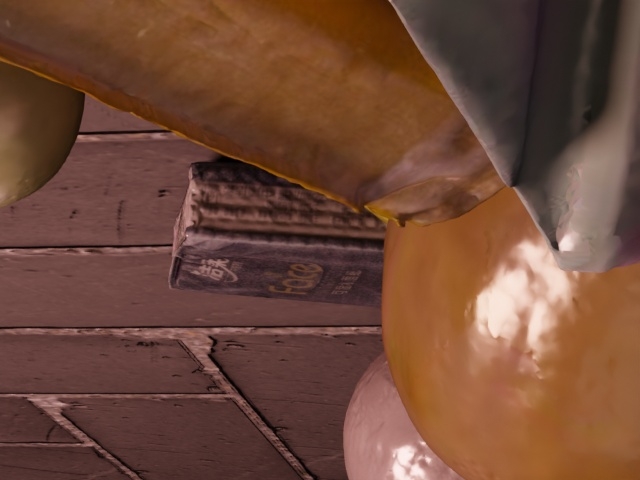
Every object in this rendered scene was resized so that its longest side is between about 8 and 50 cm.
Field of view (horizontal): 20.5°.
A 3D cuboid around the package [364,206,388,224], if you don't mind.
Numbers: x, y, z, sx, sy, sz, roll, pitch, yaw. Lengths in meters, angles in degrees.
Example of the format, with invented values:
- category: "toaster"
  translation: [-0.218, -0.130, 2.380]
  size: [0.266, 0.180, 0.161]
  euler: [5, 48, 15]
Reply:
- category: "package"
  translation: [0.113, -0.036, 0.768]
  size: [0.226, 0.090, 0.168]
  euler: [-16, 154, 33]

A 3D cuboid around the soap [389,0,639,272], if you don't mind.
- category: "soap"
  translation: [0.079, -0.140, 0.309]
  size: [0.193, 0.109, 0.324]
  euler: [-16, 141, -15]

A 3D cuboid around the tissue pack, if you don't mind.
- category: "tissue pack"
  translation: [0.000, 0.000, 0.944]
  size: [0.156, 0.051, 0.112]
  euler: [5, 162, -8]

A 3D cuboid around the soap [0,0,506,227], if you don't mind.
- category: "soap"
  translation: [-0.021, -0.131, 0.421]
  size: [0.315, 0.091, 0.199]
  euler: [19, 124, -41]

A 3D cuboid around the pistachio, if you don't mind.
- category: "pistachio"
  translation: [0.108, -0.023, 0.600]
  size: [0.163, 0.213, 0.260]
  euler: [-14, 133, -37]

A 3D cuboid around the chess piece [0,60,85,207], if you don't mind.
- category: "chess piece"
  translation: [-0.218, -0.069, 0.690]
  size: [0.251, 0.144, 0.144]
  euler: [3, 161, -20]

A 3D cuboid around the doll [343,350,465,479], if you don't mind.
- category: "doll"
  translation: [0.142, 0.075, 0.937]
  size: [0.287, 0.151, 0.151]
  euler: [-33, 143, 33]
